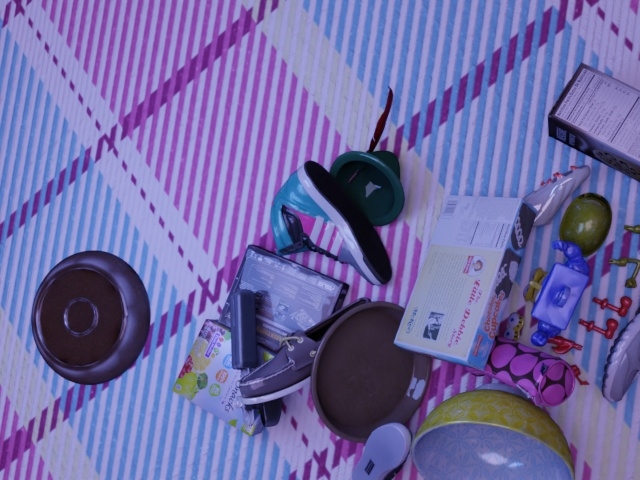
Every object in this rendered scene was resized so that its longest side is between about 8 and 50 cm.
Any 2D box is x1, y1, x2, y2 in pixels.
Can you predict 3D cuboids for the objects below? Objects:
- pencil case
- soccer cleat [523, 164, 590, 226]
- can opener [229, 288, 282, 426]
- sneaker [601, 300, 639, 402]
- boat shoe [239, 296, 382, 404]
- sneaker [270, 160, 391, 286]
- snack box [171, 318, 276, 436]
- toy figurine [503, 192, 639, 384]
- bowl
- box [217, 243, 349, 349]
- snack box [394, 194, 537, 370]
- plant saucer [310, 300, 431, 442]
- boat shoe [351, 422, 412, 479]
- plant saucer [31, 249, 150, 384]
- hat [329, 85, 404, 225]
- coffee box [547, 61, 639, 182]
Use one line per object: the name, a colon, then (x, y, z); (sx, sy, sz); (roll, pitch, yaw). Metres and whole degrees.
pencil case: (0.347, 0.230, 1.453); (0.098, 0.209, 0.095); (-42, 115, -18)
soccer cleat: (0.444, -0.075, 1.574); (0.196, 0.068, 0.076); (-34, 91, 12)
can opener: (-0.140, 0.240, 1.652); (0.093, 0.074, 0.280); (-4, 79, -22)
sneaker: (0.611, 0.181, 1.474); (0.115, 0.105, 0.281); (32, 94, 17)
boat shoe: (-0.022, 0.215, 1.586); (0.324, 0.117, 0.096); (-24, 104, -20)
sneaker: (0.000, 0.000, 1.668); (0.178, 0.124, 0.295); (-34, 96, 31)
snack box: (-0.185, 0.288, 1.720); (0.207, 0.070, 0.174); (25, 91, 15)
toy figurine: (0.471, 0.088, 1.466); (0.191, 0.217, 0.362); (27, 94, 17)
bowl: (0.325, 0.361, 1.500); (0.290, 0.289, 0.156); (6, 44, 17)
box: (-0.078, 0.133, 1.710); (0.231, 0.056, 0.183); (22, 92, 17)
snack box: (0.272, 0.071, 1.530); (0.187, 0.060, 0.321); (8, 72, 51)
plant saucer: (0.095, 0.252, 1.572); (0.041, 0.278, 0.277); (10, 87, 59)
boat shoe: (0.133, 0.416, 1.560); (0.080, 0.076, 0.228); (49, 138, 30)
plant saucer: (-0.538, 0.175, 1.849); (0.311, 0.050, 0.310); (-2, 84, 17)
hat: (0.136, -0.160, 1.689); (0.173, 0.183, 0.208); (34, 139, 7)
coffee box: (0.578, -0.191, 1.486); (0.297, 0.168, 0.118); (32, 94, 18)
